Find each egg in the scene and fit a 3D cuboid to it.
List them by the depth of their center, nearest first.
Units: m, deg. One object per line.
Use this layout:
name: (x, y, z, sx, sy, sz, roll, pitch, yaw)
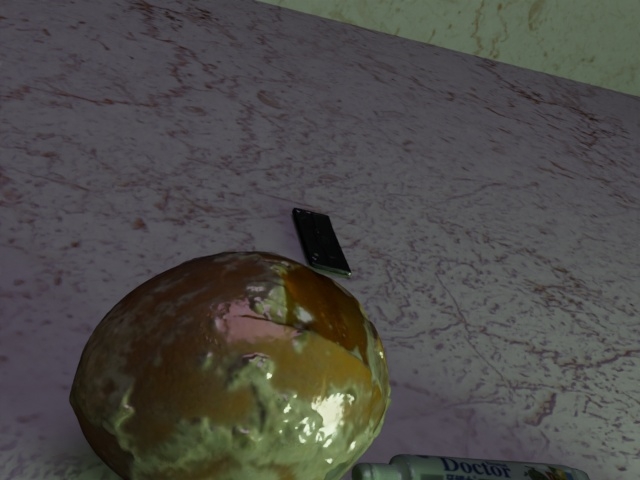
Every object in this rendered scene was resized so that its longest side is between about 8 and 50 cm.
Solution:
egg: (-0.061, 0.102, 0.729, 0.233, 0.194, 0.195, 9, 25, -27)

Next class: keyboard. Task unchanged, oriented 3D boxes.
keyboard: (0.000, 0.000, 1.227, 0.053, 0.010, 0.155, 13, 23, -16)

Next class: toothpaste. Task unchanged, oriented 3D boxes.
toothpaste: (0.139, 0.205, 0.852, 0.256, 0.037, 0.067, 11, 24, -26)
